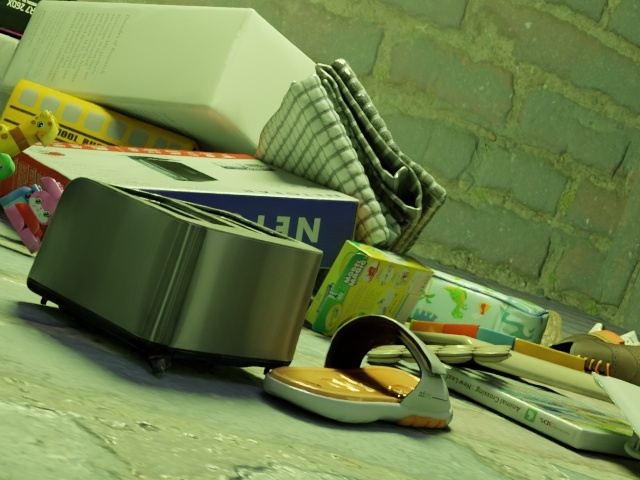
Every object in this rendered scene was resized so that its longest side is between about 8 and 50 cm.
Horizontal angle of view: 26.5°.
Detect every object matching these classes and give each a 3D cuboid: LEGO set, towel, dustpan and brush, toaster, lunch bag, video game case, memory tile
[{"bbox_3d":[-0.302,-0.091,1.376,0.227,0.093,0.087,55,-11,16],"label":"LEGO set"},{"bbox_3d":[0.026,-0.069,1.695,0.121,0.235,0.283,-23,-15,-23],"label":"towel"},{"bbox_3d":[0.365,0.213,1.343,0.211,0.060,0.147,16,23,-24],"label":"dustpan and brush"},{"bbox_3d":[-0.107,0.030,1.060,0.186,0.110,0.168,22,7,40],"label":"toaster"},{"bbox_3d":[0.216,0.103,1.964,0.219,0.090,0.176,21,4,16],"label":"lunch bag"},{"bbox_3d":[0.250,0.183,1.428,0.193,0.023,0.212,22,3,43],"label":"video game case"},{"bbox_3d":[0.126,0.120,1.433,0.148,0.012,0.113,-1,0,9],"label":"memory tile"}]

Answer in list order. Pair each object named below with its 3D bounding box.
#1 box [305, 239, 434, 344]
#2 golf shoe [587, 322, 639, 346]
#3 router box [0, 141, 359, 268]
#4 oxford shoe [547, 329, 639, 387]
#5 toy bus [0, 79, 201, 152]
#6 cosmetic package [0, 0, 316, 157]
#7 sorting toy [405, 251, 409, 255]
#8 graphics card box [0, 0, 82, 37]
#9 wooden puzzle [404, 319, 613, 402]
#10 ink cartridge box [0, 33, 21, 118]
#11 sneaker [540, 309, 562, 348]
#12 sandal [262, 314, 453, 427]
[{"bbox_3d":[0.051,0.060,1.540,0.043,0.105,0.179,34,10,28],"label":"box"},{"bbox_3d":[0.519,0.195,2.266,0.176,0.086,0.069,23,2,23],"label":"golf shoe"},{"bbox_3d":[-0.173,-0.045,1.568,0.335,0.082,0.301,2,12,-30],"label":"router box"},{"bbox_3d":[0.399,0.185,1.876,0.098,0.097,0.271,-2,4,-15],"label":"oxford shoe"},{"bbox_3d":[-0.281,-0.103,1.896,0.333,0.130,0.108,20,-11,6],"label":"toy bus"},{"bbox_3d":[-0.224,-0.222,1.979,0.453,0.161,0.230,11,-17,39],"label":"cosmetic package"},{"bbox_3d":[0.000,0.000,1.957,0.255,0.089,0.257,17,-16,4],"label":"sorting toy"},{"bbox_3d":[-0.518,-0.385,2.215,0.233,0.094,0.371,20,3,33],"label":"graphics card box"},{"bbox_3d":[0.211,0.134,1.633,0.221,0.044,0.239,18,-4,-25],"label":"wooden puzzle"},{"bbox_3d":[-0.526,-0.234,2.213,0.270,0.197,0.198,22,4,39],"label":"ink cartridge box"},{"bbox_3d":[0.366,0.172,2.227,0.042,0.067,0.118,22,33,2],"label":"sneaker"},{"bbox_3d":[0.047,0.102,1.103,0.102,0.076,0.265,21,4,25],"label":"sandal"}]
